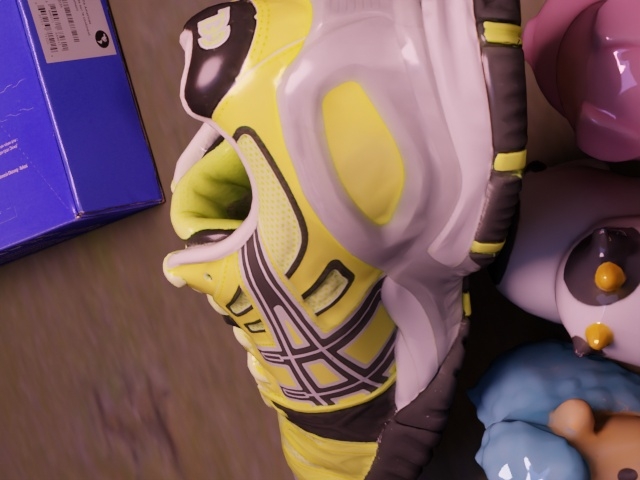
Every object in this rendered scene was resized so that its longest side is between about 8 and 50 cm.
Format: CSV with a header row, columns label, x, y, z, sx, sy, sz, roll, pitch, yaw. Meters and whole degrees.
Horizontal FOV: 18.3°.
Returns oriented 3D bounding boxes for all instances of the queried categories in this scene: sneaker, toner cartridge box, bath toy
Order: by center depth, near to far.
label,x,y,z,sx,sy,sz,roll,pitch,yaw
bath toy,0.136,-0.060,0.905,0.151,0.129,0.348,18,109,42
sneaker,0.000,0.000,0.946,0.384,0.147,0.145,98,174,-53
toner cartridge box,-0.261,-0.053,1.286,0.348,0.075,0.165,-18,85,41
